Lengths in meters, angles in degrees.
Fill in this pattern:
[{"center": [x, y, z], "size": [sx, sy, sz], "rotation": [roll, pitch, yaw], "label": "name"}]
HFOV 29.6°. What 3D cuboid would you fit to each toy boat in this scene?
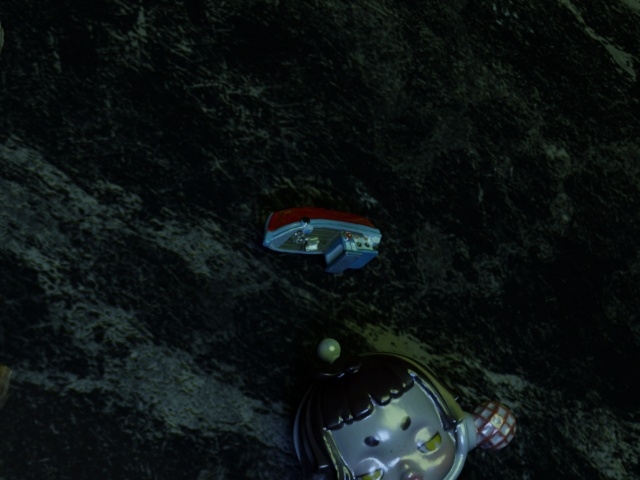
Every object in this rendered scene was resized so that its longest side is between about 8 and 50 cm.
[{"center": [0.000, 0.000, 1.472], "size": [0.173, 0.069, 0.058], "rotation": [9, 56, -37], "label": "toy boat"}]

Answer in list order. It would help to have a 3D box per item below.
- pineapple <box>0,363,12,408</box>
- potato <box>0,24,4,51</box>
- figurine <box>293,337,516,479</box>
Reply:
[{"center": [-0.435, 0.046, 1.102], "size": [0.340, 0.169, 0.169], "rotation": [50, 50, 5], "label": "pineapple"}, {"center": [-0.423, -0.235, 1.275], "size": [0.138, 0.098, 0.243], "rotation": [-16, 72, -42], "label": "potato"}, {"center": [0.097, 0.277, 1.354], "size": [0.281, 0.167, 0.370], "rotation": [-29, 95, -10], "label": "figurine"}]
